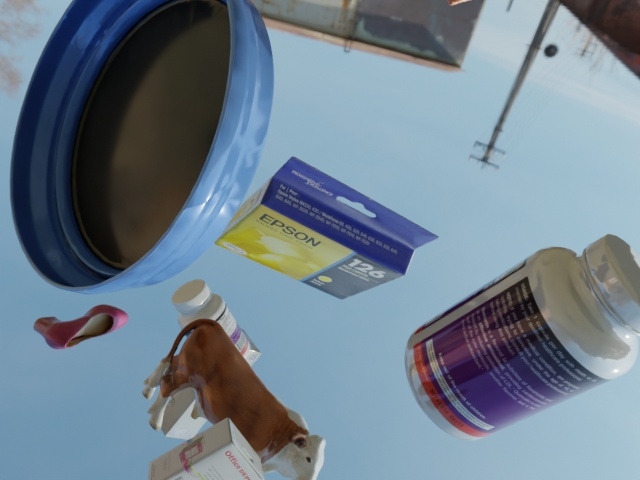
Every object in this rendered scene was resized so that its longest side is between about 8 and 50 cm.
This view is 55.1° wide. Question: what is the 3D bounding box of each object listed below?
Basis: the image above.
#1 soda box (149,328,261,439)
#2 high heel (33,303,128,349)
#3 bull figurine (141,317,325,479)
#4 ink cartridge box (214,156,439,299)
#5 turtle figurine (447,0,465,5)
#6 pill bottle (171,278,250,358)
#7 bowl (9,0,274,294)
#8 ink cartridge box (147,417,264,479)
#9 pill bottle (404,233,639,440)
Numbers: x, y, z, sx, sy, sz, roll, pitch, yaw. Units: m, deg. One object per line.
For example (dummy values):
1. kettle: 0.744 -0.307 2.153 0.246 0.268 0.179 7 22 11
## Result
1. soda box: -0.277 0.337 1.472 0.098 0.286 0.091 45 -172 39
2. high heel: -0.522 0.205 1.416 0.117 0.082 0.244 23 -173 32
3. bull figurine: -0.135 0.273 0.940 0.188 0.101 0.310 -38 -98 -4
4. ink cartridge box: 0.000 0.000 1.117 0.304 0.307 0.072 27 -116 -19
5. turtle figurine: 0.265 -0.475 0.869 0.217 0.270 0.087 62 -168 9
6. pill bottle: -0.239 0.182 1.318 0.108 0.193 0.108 -20 -152 11
7. bowl: -0.210 -0.131 0.683 0.077 0.391 0.391 18 -161 -51
8. ink cartridge box: -0.146 0.300 0.793 0.122 0.088 0.052 -29 -154 1
9. pill bottle: 0.277 0.129 0.813 0.182 0.323 0.181 27 -138 -27
